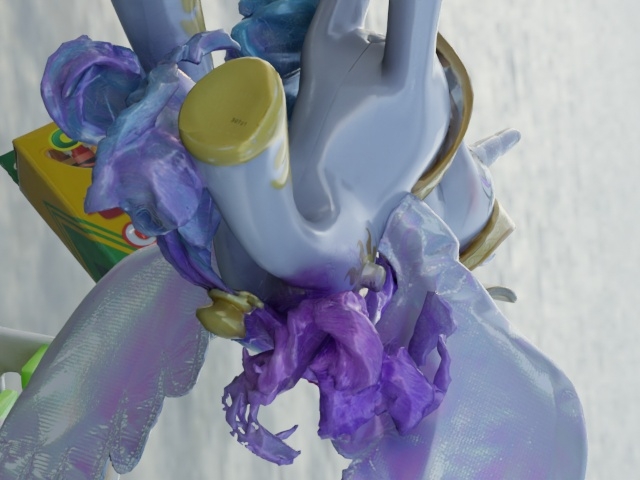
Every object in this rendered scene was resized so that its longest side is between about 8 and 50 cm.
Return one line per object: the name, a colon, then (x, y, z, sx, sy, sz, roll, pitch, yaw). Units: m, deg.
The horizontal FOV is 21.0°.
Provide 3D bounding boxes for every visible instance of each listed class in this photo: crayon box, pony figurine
crayon box: (-0.156, -0.047, 1.664, 0.318, 0.202, 0.081, 46, -28, 31)
pony figurine: (0.000, 0.000, 0.794, 0.351, 0.302, 0.363, -61, 154, -24)

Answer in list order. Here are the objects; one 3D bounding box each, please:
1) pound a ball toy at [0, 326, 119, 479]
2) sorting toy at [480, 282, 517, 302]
pound a ball toy: (-0.245, 0.215, 1.345, 0.208, 0.135, 0.319, -59, 154, -59)
sorting toy: (0.096, 0.075, 1.907, 0.307, 0.229, 0.041, -178, -105, -84)
